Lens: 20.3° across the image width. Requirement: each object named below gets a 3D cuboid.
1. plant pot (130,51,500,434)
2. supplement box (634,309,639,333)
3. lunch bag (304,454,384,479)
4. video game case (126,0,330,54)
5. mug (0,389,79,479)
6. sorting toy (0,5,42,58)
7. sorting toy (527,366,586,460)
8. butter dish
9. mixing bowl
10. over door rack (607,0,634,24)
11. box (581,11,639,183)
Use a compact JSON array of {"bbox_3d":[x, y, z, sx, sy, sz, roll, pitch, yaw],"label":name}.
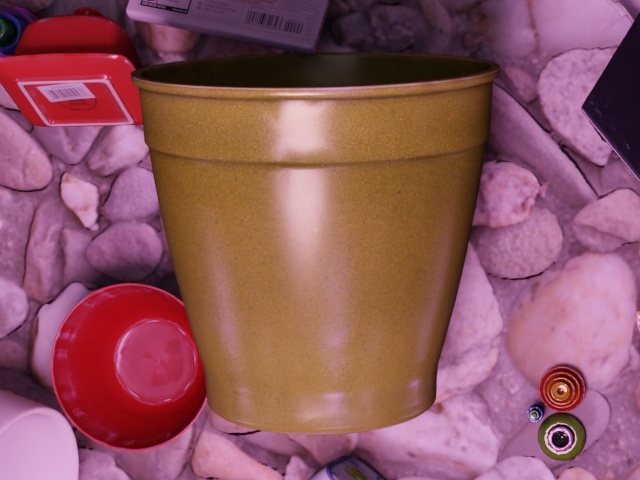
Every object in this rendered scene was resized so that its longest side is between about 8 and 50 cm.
[{"bbox_3d":[0.000,0.000,1.807,0.367,0.366,0.352,1,101,11],"label":"plant pot"},{"bbox_3d":[0.445,0.074,1.832,0.233,0.080,0.078,-18,86,9],"label":"supplement box"},{"bbox_3d":[0.059,0.329,1.860,0.090,0.176,0.219,-43,83,8],"label":"lunch bag"},{"bbox_3d":[-0.083,-0.309,1.934,0.212,0.023,0.193,12,73,11],"label":"video game case"},{"bbox_3d":[-0.464,0.219,1.904,0.328,0.276,0.374,15,110,20],"label":"mug"},{"bbox_3d":[-0.328,-0.379,1.962,0.127,0.126,0.365,9,91,11],"label":"sorting toy"},{"bbox_3d":[0.249,0.185,1.889,0.061,0.042,0.102,-1,90,11],"label":"sorting toy"},{"bbox_3d":[-0.261,-0.200,1.954,0.160,0.160,0.118,0,67,12],"label":"butter dish"},{"bbox_3d":[-0.193,0.136,1.950,0.182,0.098,0.181,0,89,11],"label":"mixing bowl"},{"bbox_3d":[0.206,-0.312,1.795,0.324,0.239,0.108,37,95,10],"label":"over door rack"},{"bbox_3d":[0.457,-0.165,1.668,0.296,0.294,0.182,-60,36,26],"label":"box"}]
